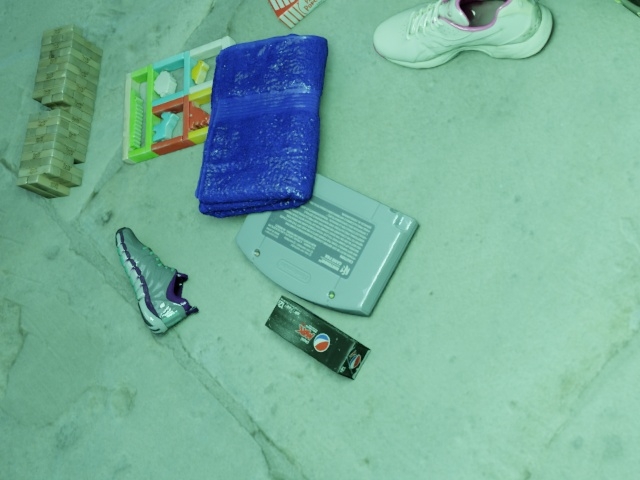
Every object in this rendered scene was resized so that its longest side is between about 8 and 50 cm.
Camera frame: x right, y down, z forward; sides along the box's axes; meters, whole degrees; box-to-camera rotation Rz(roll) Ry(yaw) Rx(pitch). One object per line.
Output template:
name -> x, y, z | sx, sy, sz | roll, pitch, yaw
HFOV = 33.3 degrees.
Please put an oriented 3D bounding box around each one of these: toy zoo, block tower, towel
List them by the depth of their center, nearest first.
towel -> -0.105, -0.198, 1.806 | 0.228, 0.076, 0.308 | -8, 68, 31
toy zoo -> -0.247, -0.267, 2.009 | 0.293, 0.030, 0.192 | -13, 66, 28
block tower -> -0.517, -0.257, 2.140 | 0.091, 0.097, 0.335 | -5, 72, 31

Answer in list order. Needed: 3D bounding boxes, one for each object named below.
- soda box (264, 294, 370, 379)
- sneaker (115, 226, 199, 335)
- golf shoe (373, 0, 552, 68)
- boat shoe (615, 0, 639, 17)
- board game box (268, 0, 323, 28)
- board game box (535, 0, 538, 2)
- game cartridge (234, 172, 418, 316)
soda box -> -0.006, 0.152, 1.687 | 0.169, 0.053, 0.060 | 30, 90, 37
sneaker -> -0.289, 0.059, 1.901 | 0.098, 0.083, 0.223 | -26, 63, -2
golf shoe -> 0.204, -0.349, 1.690 | 0.306, 0.140, 0.115 | -2, 73, 33
boat shoe -> 0.462, -0.397, 1.572 | 0.109, 0.091, 0.305 | -42, 56, 12
board game box -> -0.045, -0.504, 1.961 | 0.147, 0.045, 0.193 | -37, 57, 16
board game box -> 0.270, -0.422, 1.664 | 0.103, 0.154, 0.026 | 27, 92, 36
game cartridge -> 0.000, 0.000, 1.742 | 0.294, 0.060, 0.196 | 28, 85, 37
